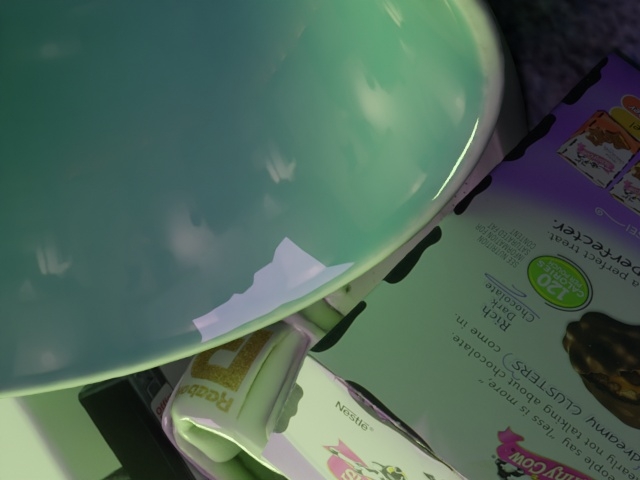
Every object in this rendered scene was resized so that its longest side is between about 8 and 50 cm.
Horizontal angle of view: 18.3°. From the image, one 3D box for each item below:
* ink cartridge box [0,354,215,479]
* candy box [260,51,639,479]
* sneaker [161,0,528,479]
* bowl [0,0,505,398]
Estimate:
[{"bbox_3d":[-0.058,0.079,0.868,0.114,0.197,0.273,-10,116,48],"label":"ink cartridge box"},{"bbox_3d":[0.105,0.050,0.683,0.165,0.196,0.070,39,142,11],"label":"candy box"},{"bbox_3d":[0.000,0.000,0.765,0.108,0.169,0.292,0,122,46],"label":"sneaker"},{"bbox_3d":[-0.112,-0.084,0.626,0.311,0.311,0.163,127,136,-53],"label":"bowl"}]
